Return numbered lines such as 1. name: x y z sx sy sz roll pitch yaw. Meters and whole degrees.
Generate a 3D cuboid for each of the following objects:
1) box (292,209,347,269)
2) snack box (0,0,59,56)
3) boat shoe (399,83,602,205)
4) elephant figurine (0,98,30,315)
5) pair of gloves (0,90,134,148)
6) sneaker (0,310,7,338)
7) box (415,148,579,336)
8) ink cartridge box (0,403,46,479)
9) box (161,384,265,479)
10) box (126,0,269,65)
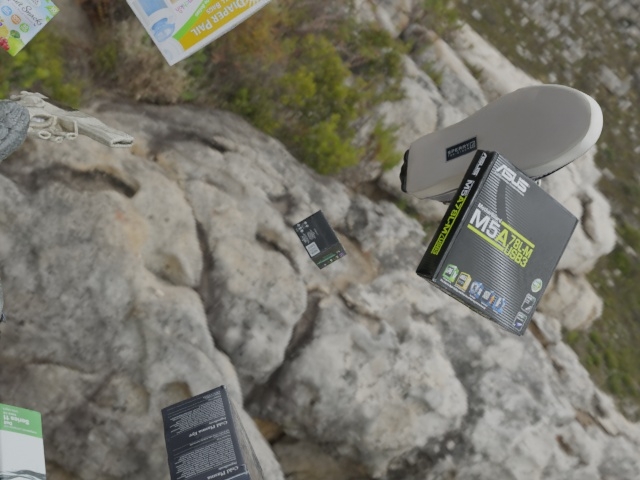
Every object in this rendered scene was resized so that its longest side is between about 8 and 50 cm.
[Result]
1. box: 0.000 0.000 1.181 0.062 0.052 0.083 60 3 16
2. snack box: -0.635 -0.473 1.626 0.100 0.141 0.037 45 1 -28
3. boat shoe: 0.283 -0.120 1.117 0.158 0.340 0.127 15 75 -35
4. elephant figurine: -0.335 0.013 0.626 0.169 0.239 0.186 -90 156 -81
5. pair of gloves: -0.409 -0.184 1.123 0.204 0.042 0.240 21 11 18
6. sneaker: -0.440 0.080 0.965 0.090 0.081 0.232 31 32 -36
7. box: 0.236 0.006 1.014 0.190 0.184 0.045 32 -5 -32
8. ink cartridge box: -0.502 0.382 1.187 0.087 0.153 0.208 34 26 -48
9. box: -0.239 0.597 1.893 0.312 0.179 0.343 -121 -168 -58
10. box: -0.158 -0.360 1.128 0.114 0.203 0.103 56 14 -15
